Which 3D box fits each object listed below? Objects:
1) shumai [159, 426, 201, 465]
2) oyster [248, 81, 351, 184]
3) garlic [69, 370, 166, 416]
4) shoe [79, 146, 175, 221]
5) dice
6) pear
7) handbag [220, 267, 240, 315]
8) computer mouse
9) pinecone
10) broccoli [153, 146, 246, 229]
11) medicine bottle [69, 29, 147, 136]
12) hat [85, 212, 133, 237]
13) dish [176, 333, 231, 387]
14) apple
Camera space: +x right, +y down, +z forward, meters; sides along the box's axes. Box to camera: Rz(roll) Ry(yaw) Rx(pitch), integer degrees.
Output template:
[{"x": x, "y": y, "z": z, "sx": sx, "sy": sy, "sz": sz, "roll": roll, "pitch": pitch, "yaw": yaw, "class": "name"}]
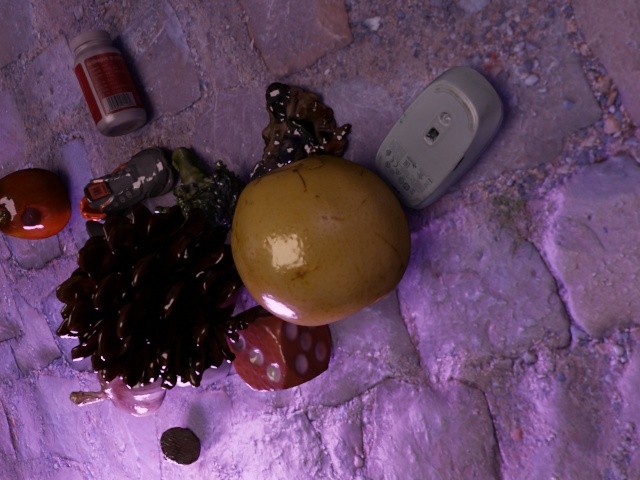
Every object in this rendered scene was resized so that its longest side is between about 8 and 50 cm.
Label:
[{"x": -0.402, "y": 0.600, "z": 1.864, "sx": 0.124, "sy": 0.099, "sz": 0.087, "roll": 41, "pitch": 139, "yaw": 23, "class": "shumai"}, {"x": -0.084, "y": -0.156, "z": 1.434, "sx": 0.221, "sy": 0.096, "sz": 0.361, "roll": 37, "pitch": 118, "yaw": 31, "class": "oyster"}, {"x": -0.572, "y": 0.396, "z": 1.832, "sx": 0.245, "sy": 0.253, "sz": 0.245, "roll": 29, "pitch": 129, "yaw": 43, "class": "garlic"}, {"x": -0.529, "y": -0.140, "z": 1.708, "sx": 0.336, "sy": 0.171, "sz": 0.132, "roll": -28, "pitch": 84, "yaw": 38, "class": "shoe"}, {"x": -0.093, "y": 0.235, "z": 1.488, "sx": 0.174, "sy": 0.175, "sz": 0.179, "roll": -10, "pitch": 100, "yaw": 37, "class": "dice"}, {"x": 0.000, "y": 0.000, "z": 1.250, "sx": 0.348, "sy": 0.348, "sz": 0.348, "roll": 10, "pitch": 107, "yaw": 34, "class": "pear"}, {"x": -0.311, "y": 0.108, "z": 1.630, "sx": 0.225, "sy": 0.146, "sz": 0.135, "roll": 25, "pitch": 112, "yaw": 27, "class": "handbag"}, {"x": 0.218, "y": -0.188, "z": 1.201, "sx": 0.159, "sy": 0.097, "sz": 0.288, "roll": 50, "pitch": 137, "yaw": 14, "class": "computer mouse"}, {"x": -0.312, "y": 0.119, "z": 1.329, "sx": 0.398, "sy": 0.398, "sz": 0.397, "roll": 10, "pitch": 107, "yaw": 34, "class": "pinecone"}, {"x": -0.303, "y": -0.103, "z": 1.550, "sx": 0.275, "sy": 0.198, "sz": 0.177, "roll": 27, "pitch": 162, "yaw": 35, "class": "broccoli"}, {"x": -0.547, "y": -0.401, "z": 1.680, "sx": 0.131, "sy": 0.131, "sz": 0.250, "roll": -24, "pitch": 86, "yaw": 38, "class": "medicine bottle"}, {"x": -0.472, "y": -0.003, "z": 1.708, "sx": 0.130, "sy": 0.257, "sz": 0.257, "roll": -44, "pitch": 73, "yaw": 3, "class": "hat"}, {"x": -0.365, "y": 0.283, "z": 1.732, "sx": 0.256, "sy": 0.117, "sz": 0.256, "roll": 10, "pitch": 108, "yaw": 33, "class": "dish"}, {"x": -0.868, "y": -0.104, "z": 1.940, "sx": 0.230, "sy": 0.230, "sz": 0.230, "roll": 10, "pitch": 107, "yaw": 34, "class": "apple"}]
